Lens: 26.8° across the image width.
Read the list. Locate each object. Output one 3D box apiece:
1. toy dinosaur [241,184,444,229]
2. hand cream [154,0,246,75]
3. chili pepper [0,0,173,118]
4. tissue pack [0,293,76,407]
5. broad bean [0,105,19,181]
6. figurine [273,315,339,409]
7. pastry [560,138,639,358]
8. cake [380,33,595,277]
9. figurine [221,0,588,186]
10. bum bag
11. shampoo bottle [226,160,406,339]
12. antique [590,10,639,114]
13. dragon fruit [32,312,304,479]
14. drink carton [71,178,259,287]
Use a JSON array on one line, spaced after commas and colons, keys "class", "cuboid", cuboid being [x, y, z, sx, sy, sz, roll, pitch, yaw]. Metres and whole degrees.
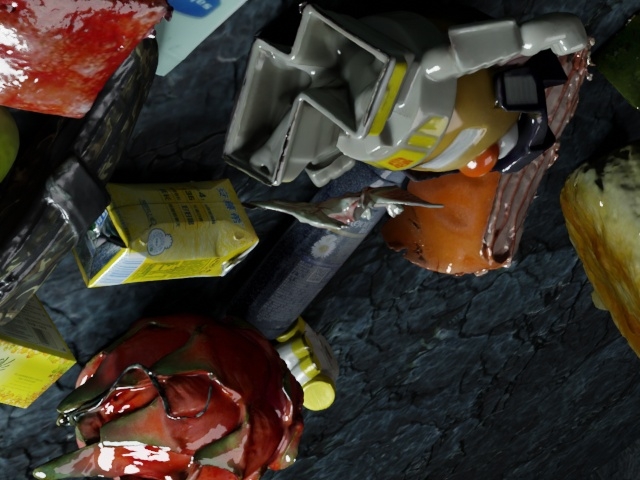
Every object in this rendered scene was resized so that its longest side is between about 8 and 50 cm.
[{"class": "toy dinosaur", "cuboid": [0.014, -0.028, 1.126, 0.220, 0.032, 0.108, -2, -174, 40]}, {"class": "hand cream", "cuboid": [-0.028, -0.231, 0.906, 0.320, 0.067, 0.109, -39, 155, 18]}, {"class": "chili pepper", "cuboid": [-0.213, -0.149, 0.753, 0.252, 0.136, 0.144, 4, 177, -40]}, {"class": "tissue pack", "cuboid": [-0.271, 0.060, 0.994, 0.062, 0.095, 0.176, -42, 153, 10]}, {"class": "broad bean", "cuboid": [-0.279, -0.037, 0.863, 0.174, 0.082, 0.124, -50, 155, 1]}, {"class": "figurine", "cuboid": [-0.066, 0.154, 1.405, 0.178, 0.109, 0.129, -29, 174, -11]}, {"class": "pastry", "cuboid": [0.392, 0.030, 1.528, 0.136, 0.330, 0.330, -29, 153, -1]}, {"class": "cake", "cuboid": [0.189, -0.081, 1.330, 0.098, 0.135, 0.287, 25, 105, -45]}, {"class": "figurine", "cuboid": [0.079, -0.118, 1.087, 0.308, 0.143, 0.308, -5, -177, 0]}, {"class": "bum bag", "cuboid": [-0.179, -0.039, 0.932, 0.248, 0.069, 0.102, -55, 157, -3]}, {"class": "shampoo bottle", "cuboid": [0.000, 0.000, 1.279, 0.087, 0.049, 0.234, 6, 130, -52]}, {"class": "antique", "cuboid": [0.390, -0.225, 1.370, 0.221, 0.081, 0.080, -44, 153, 12]}, {"class": "dragon fruit", "cuboid": [-0.135, 0.159, 1.218, 0.274, 0.192, 0.193, -4, 117, -35]}, {"class": "drink carton", "cuboid": [-0.110, -0.007, 1.101, 0.200, 0.084, 0.074, -5, 148, -48]}]
